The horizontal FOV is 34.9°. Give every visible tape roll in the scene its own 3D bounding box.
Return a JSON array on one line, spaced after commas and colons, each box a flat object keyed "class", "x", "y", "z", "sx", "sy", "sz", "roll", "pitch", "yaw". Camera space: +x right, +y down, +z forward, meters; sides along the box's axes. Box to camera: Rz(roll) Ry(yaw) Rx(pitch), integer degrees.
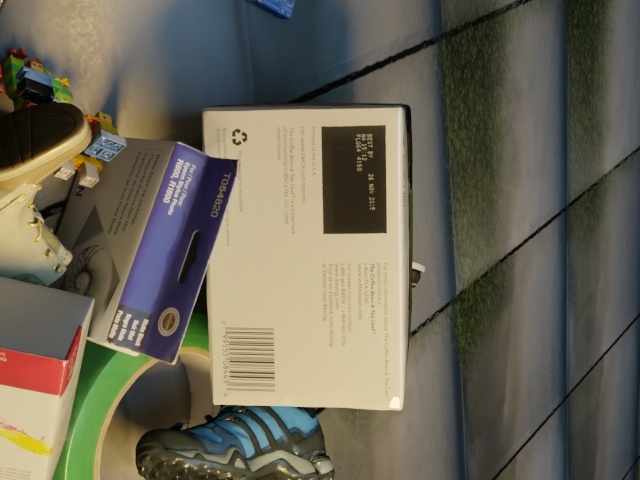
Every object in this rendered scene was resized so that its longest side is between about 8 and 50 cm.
[{"class": "tape roll", "x": -0.211, "y": 0.238, "z": 1.254, "sx": 0.321, "sy": 0.077, "sz": 0.321, "roll": -20, "pitch": 115, "yaw": -49}]

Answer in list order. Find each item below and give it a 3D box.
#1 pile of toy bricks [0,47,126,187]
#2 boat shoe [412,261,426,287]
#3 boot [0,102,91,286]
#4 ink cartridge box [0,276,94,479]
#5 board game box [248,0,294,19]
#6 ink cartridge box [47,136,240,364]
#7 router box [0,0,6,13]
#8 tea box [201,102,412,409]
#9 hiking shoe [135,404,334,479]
[{"class": "pile of toy bricks", "x": -0.294, "y": -0.145, "z": 1.026, "sx": 0.212, "sy": 0.118, "sz": 0.105, "roll": 19, "pitch": 46, "yaw": -44}, {"class": "boat shoe", "x": 0.044, "y": 0.051, "z": 1.531, "sx": 0.303, "sy": 0.114, "sz": 0.091, "roll": 12, "pitch": 89, "yaw": -43}, {"class": "boot", "x": -0.287, "y": -0.033, "z": 0.998, "sx": 0.213, "sy": 0.077, "sz": 0.165, "roll": -29, "pitch": 139, "yaw": 6}, {"class": "ink cartridge box", "x": -0.304, "y": 0.144, "z": 0.981, "sx": 0.128, "sy": 0.127, "sz": 0.176, "roll": -93, "pitch": -163, "yaw": -66}, {"class": "board game box", "x": -0.062, "y": -0.348, "z": 1.335, "sx": 0.090, "sy": 0.020, "sz": 0.090, "roll": 14, "pitch": 87, "yaw": -55}, {"class": "ink cartridge box", "x": -0.202, "y": 0.001, "z": 1.069, "sx": 0.045, "sy": 0.224, "sz": 0.223, "roll": 26, "pitch": 78, "yaw": -45}, {"class": "router box", "x": -0.327, "y": -0.239, "z": 0.940, "sx": 0.038, "sy": 0.092, "sz": 0.122, "roll": 35, "pitch": 71, "yaw": -53}, {"class": "tea box", "x": 0.000, "y": 0.000, "z": 1.223, "sx": 0.323, "sy": 0.220, "sz": 0.329, "roll": -41, "pitch": 131, "yaw": -80}, {"class": "hiking shoe", "x": -0.112, "y": 0.244, "z": 1.266, "sx": 0.304, "sy": 0.113, "sz": 0.132, "roll": 18, "pitch": 55, "yaw": -48}]
